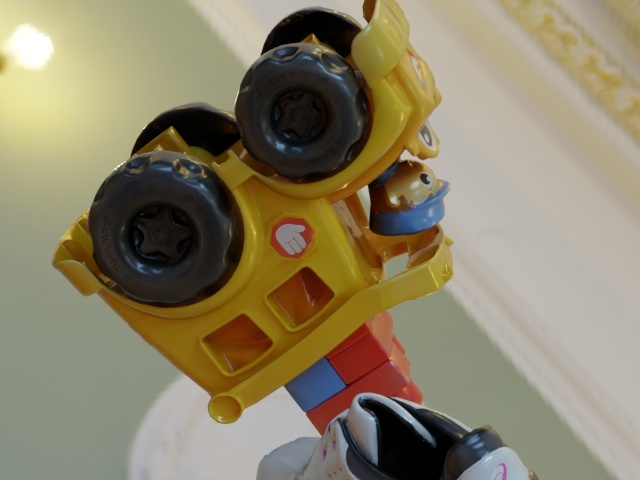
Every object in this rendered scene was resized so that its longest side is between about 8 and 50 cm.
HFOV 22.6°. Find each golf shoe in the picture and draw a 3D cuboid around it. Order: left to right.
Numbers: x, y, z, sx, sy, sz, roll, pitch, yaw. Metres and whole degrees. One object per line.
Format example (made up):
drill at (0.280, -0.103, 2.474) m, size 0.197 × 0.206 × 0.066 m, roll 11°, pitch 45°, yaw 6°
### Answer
golf shoe at (0.028, 0.090, 0.603) m, size 0.186 × 0.067 × 0.086 m, roll 5°, pitch -63°, yaw 59°

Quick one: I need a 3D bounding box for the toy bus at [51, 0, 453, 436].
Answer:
toy bus at (0.000, 0.000, 0.869) m, size 0.220 × 0.149 × 0.211 m, roll -38°, pitch -80°, yaw 15°
